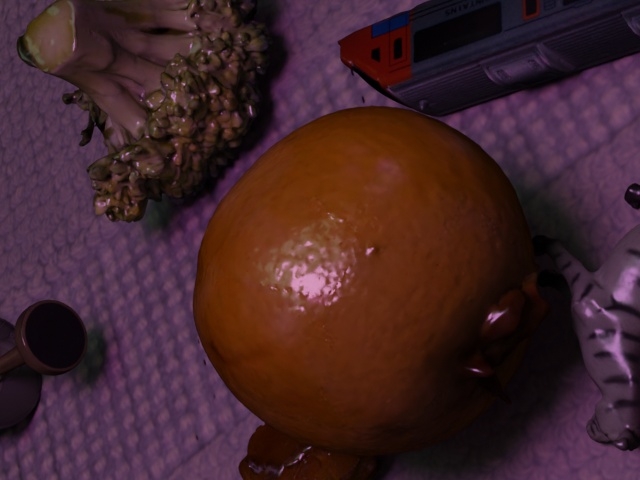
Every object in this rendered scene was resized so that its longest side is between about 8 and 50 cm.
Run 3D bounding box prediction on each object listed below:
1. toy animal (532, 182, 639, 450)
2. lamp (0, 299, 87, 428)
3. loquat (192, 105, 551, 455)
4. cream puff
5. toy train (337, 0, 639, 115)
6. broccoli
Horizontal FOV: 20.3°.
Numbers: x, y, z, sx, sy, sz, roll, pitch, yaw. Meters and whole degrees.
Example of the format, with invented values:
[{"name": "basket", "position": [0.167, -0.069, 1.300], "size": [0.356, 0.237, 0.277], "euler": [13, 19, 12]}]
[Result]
[{"name": "toy animal", "position": [0.239, 0.037, 1.322], "size": [0.217, 0.073, 0.176], "euler": [-48, 51, 7]}, {"name": "lamp", "position": [-0.316, 0.122, 1.748], "size": [0.214, 0.121, 0.121], "euler": [-29, 52, 47]}, {"name": "loquat", "position": [0.045, 0.034, 1.349], "size": [0.275, 0.275, 0.275], "euler": [-20, 58, 35]}, {"name": "cream puff", "position": [-0.007, 0.186, 1.463], "size": [0.116, 0.094, 0.122], "euler": [-22, 33, 34]}, {"name": "toy train", "position": [0.191, -0.179, 1.457], "size": [0.409, 0.086, 0.089], "euler": [-17, 61, 36]}, {"name": "broccoli", "position": [-0.187, -0.158, 1.681], "size": [0.247, 0.243, 0.263], "euler": [30, 97, 33]}]
